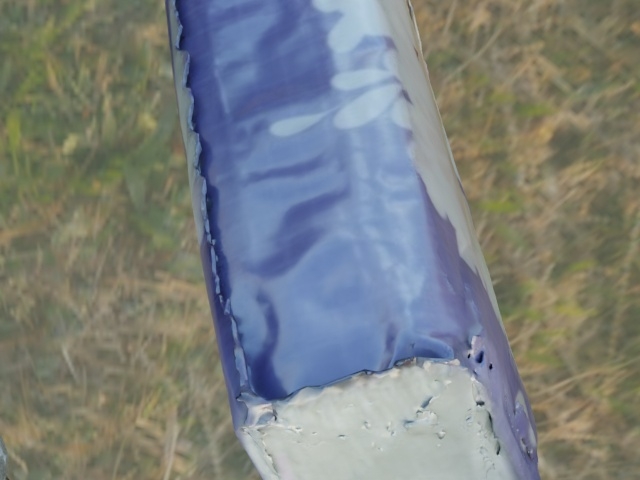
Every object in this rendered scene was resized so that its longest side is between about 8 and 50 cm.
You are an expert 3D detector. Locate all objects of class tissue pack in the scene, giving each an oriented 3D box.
[{"bbox_3d":[0.013,-0.007,0.959,0.125,0.242,0.343,-17,52,6],"label":"tissue pack"}]

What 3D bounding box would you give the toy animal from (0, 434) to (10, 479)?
[{"bbox_3d":[-0.303,0.171,1.467,0.137,0.098,0.098,9,77,4],"label":"toy animal"}]
